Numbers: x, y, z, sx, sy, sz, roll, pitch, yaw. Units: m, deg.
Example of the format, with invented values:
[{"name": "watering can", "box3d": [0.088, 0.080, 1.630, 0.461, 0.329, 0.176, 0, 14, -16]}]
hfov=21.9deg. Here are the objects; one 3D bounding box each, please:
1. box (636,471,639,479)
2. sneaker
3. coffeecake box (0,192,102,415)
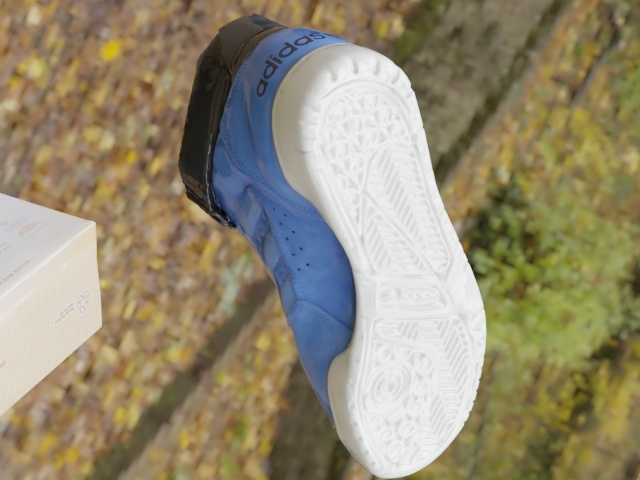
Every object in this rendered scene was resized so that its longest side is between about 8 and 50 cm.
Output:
[{"name": "box", "box3d": [0.249, 0.111, 0.739, 0.182, 0.119, 0.181, -23, -154, 46]}, {"name": "sneaker", "box3d": [0.001, 0.000, 0.525, 0.058, 0.084, 0.152, -31, 125, -21]}, {"name": "coffeecake box", "box3d": [-0.225, 0.025, 0.817, 0.142, 0.185, 0.068, -45, 145, -49]}]
